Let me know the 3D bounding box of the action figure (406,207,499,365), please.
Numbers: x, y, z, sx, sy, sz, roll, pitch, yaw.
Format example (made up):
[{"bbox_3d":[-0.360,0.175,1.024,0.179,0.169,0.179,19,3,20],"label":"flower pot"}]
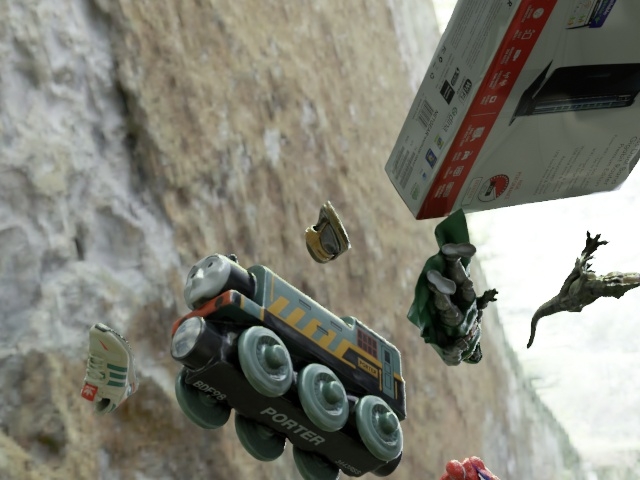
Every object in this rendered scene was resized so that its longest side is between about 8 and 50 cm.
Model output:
[{"bbox_3d":[0.155,0.082,1.172,0.137,0.064,0.232,-57,-27,-19],"label":"action figure"}]

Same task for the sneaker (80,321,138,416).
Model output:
[{"bbox_3d":[-0.304,0.187,1.468,0.075,0.057,0.161,-50,-27,-34],"label":"sneaker"}]

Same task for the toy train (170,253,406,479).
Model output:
[{"bbox_3d":[-0.030,0.147,1.180,0.334,0.142,0.190,35,-143,-32],"label":"toy train"}]

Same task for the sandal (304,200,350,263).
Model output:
[{"bbox_3d":[0.000,0.000,1.525,0.072,0.049,0.180,60,161,8],"label":"sandal"}]

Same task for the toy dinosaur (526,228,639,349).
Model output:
[{"bbox_3d":[0.358,0.061,1.453,0.064,0.268,0.118,30,-117,-4],"label":"toy dinosaur"}]

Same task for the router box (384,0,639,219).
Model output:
[{"bbox_3d":[0.259,-0.181,1.092,0.301,0.335,0.082,-9,-129,-28],"label":"router box"}]

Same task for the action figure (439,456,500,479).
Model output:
[{"bbox_3d":[0.271,0.433,1.639,0.280,0.091,0.139,52,-179,-43],"label":"action figure"}]
